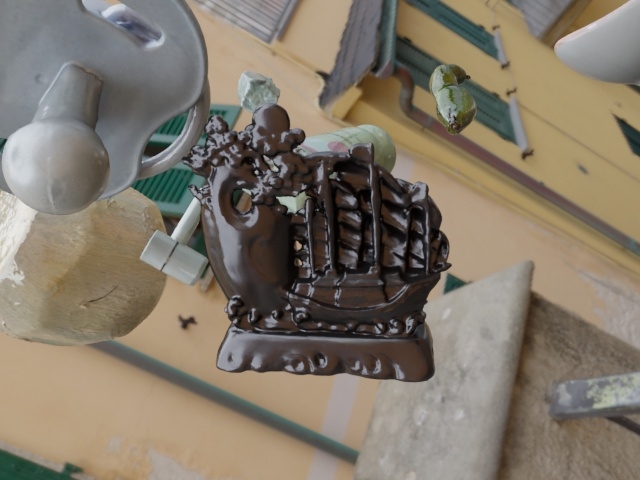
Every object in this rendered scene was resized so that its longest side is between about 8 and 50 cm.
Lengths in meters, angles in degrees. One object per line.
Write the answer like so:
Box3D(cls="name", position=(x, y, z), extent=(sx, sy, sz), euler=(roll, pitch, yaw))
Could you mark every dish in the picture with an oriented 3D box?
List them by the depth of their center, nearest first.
Box3D(cls="dish", position=(0.295, -0.194, 0.481), extent=(0.212, 0.077, 0.151), euler=(-42, -6, 29))

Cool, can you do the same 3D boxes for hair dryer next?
Box3D(cls="hair dryer", position=(-0.178, -0.014, 0.860), extent=(0.137, 0.082, 0.047), euler=(-63, 11, -13))

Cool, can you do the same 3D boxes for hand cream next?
Box3D(cls="hand cream", position=(-0.003, -0.099, 0.869), extent=(0.306, 0.147, 0.093), euler=(-24, -39, -49))

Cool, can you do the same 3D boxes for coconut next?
Box3D(cls="coconut", position=(-0.464, 0.039, 1.214), extent=(0.346, 0.360, 0.346), euler=(-17, 61, 33))

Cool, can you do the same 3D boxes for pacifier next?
Box3D(cls="pacifier", position=(-0.220, -0.104, 0.571), extent=(0.287, 0.238, 0.225), euler=(-39, 38, 26))

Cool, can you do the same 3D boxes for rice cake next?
Box3D(cls="rice cake", position=(-0.117, -0.277, 1.172), extent=(0.206, 0.069, 0.063), euler=(-120, 45, -67))

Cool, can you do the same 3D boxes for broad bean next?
Box3D(cls="broad bean", position=(0.201, -0.216, 0.955), extent=(0.213, 0.070, 0.048), euler=(-76, 3, -49))

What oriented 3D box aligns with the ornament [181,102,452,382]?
Box3D(cls="ornament", position=(0.000, 0.000, 0.594), extent=(0.106, 0.251, 0.260), euler=(-71, -17, -70))
